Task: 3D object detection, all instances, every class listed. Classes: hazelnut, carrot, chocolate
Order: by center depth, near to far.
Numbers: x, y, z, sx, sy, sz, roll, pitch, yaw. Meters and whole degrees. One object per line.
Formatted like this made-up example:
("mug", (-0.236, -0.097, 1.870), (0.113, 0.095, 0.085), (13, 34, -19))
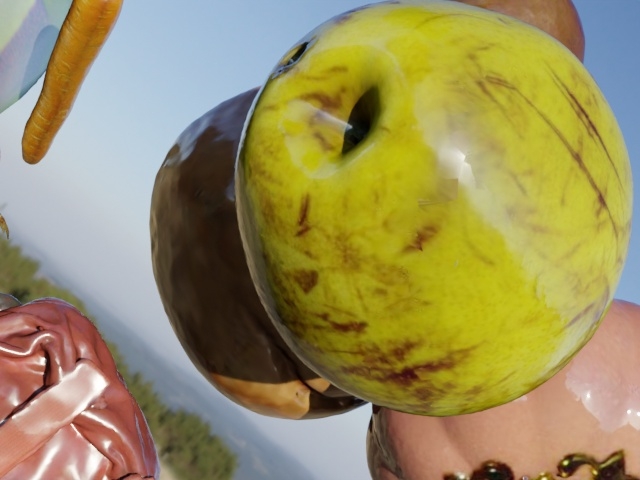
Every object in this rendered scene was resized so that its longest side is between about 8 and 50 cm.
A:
("carrot", (-0.239, -0.153, 1.017), (0.043, 0.043, 0.248), (40, -49, 3))
("chocolate", (0.163, -0.185, 1.026), (0.176, 0.177, 0.177), (39, -10, 9))
("hazelnut", (0.000, 0.000, 1.094), (0.315, 0.372, 0.372), (52, -7, 14))

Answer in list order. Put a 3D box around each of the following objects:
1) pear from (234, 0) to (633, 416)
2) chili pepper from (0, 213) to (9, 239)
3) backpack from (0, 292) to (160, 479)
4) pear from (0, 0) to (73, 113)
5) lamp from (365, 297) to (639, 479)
("pear", (0.069, -0.024, 0.724), (0.283, 0.283, 0.283), (39, -10, 9))
("chili pepper", (-0.293, -0.061, 0.842), (0.086, 0.084, 0.192), (-2, -39, 26))
("backpack", (-0.230, 0.160, 0.769), (0.229, 0.229, 0.139), (47, -4, -29))
("pear", (-0.368, -0.291, 0.990), (0.165, 0.399, 0.399), (29, -12, 12))
("lamp", (0.188, 0.182, 0.922), (0.305, 0.305, 0.240), (46, 30, -29))
